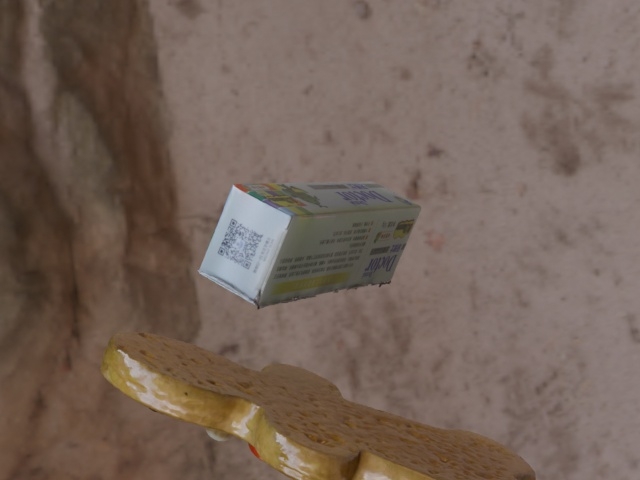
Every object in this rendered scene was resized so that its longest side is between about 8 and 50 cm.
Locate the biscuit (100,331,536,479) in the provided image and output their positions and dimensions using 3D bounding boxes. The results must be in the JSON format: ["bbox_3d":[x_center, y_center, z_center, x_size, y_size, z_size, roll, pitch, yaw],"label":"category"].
[{"bbox_3d":[0.004,0.101,0.672,0.158,0.240,0.035,-106,36,-84],"label":"biscuit"}]

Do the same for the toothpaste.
[{"bbox_3d":[0.000,0.000,0.631,0.034,0.164,0.046,27,103,20],"label":"toothpaste"}]
